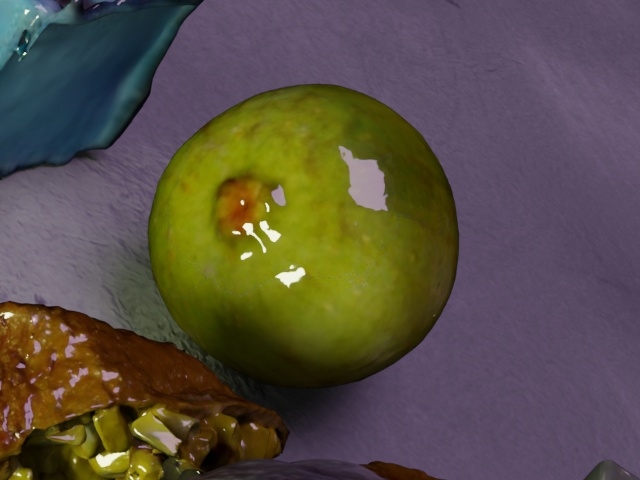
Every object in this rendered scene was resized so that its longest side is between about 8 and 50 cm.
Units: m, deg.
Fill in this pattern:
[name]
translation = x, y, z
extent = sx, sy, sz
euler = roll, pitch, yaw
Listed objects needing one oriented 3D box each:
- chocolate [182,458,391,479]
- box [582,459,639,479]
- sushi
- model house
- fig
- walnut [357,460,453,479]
[chocolate]
translation = 0.001, 0.261, 0.990
extent = 0.303, 0.303, 0.213
euler = 43, 24, 10
[box]
translation = 0.250, 0.260, 1.374
extent = 0.124, 0.093, 0.172
euler = 34, 19, -2
[sushi]
translation = -0.140, 0.140, 1.129
extent = 0.296, 0.167, 0.179
euler = 34, 28, -52
[model house]
translation = -0.296, -0.214, 1.431
extent = 0.303, 0.215, 0.237
euler = 41, 29, 17
[fig]
translation = 0.000, 0.000, 1.421
extent = 0.258, 0.258, 0.326
euler = 46, 12, 15
[walnut]
translation = 0.063, 0.221, 1.320
extent = 0.170, 0.069, 0.143
euler = 11, 4, -33
